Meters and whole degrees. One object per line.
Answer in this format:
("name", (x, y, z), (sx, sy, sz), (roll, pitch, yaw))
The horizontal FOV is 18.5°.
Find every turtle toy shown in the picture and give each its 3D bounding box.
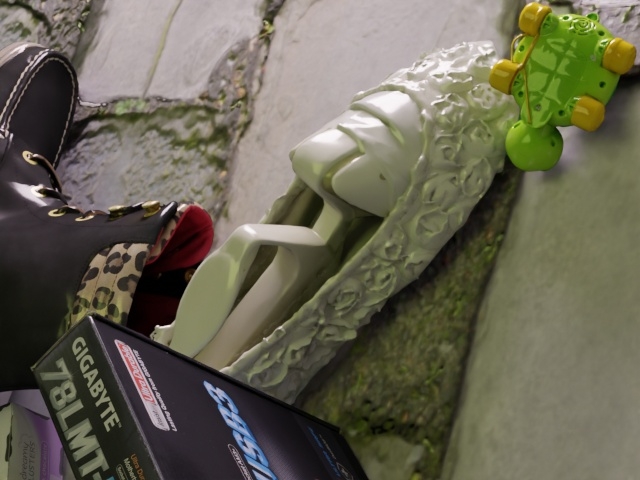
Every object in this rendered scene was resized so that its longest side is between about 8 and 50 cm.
("turtle toy", (0.179, -0.113, 1.483), (0.095, 0.066, 0.130), (28, 89, 20))

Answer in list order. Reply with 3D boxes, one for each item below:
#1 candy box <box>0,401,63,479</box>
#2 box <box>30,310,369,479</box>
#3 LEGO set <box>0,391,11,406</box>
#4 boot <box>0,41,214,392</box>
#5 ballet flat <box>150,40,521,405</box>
("candy box", (-0.318, 0.248, 1.718), (0.196, 0.070, 0.164), (-19, 57, 33))
("box", (-0.036, 0.211, 1.345), (0.073, 0.293, 0.295), (-44, 47, 14))
("LEGO set", (-0.366, 0.078, 1.855), (0.244, 0.060, 0.182), (6, 69, 42))
("boot", (-0.221, -0.013, 1.718), (0.284, 0.138, 0.377), (2, 53, 29))
("ballet flat", (0.000, 0.000, 1.534), (0.409, 0.147, 0.147), (-52, 46, 6))
